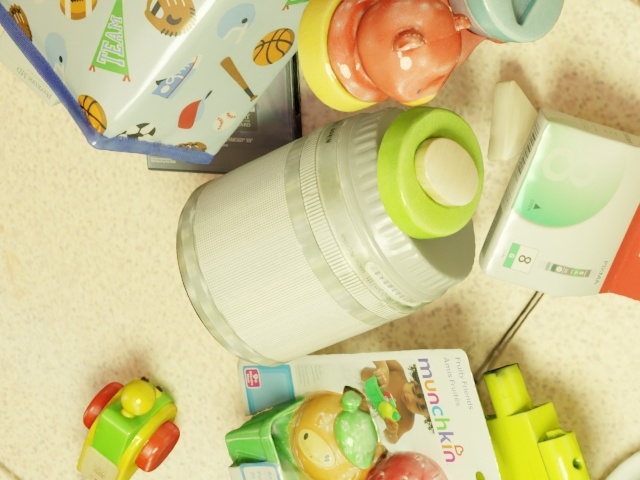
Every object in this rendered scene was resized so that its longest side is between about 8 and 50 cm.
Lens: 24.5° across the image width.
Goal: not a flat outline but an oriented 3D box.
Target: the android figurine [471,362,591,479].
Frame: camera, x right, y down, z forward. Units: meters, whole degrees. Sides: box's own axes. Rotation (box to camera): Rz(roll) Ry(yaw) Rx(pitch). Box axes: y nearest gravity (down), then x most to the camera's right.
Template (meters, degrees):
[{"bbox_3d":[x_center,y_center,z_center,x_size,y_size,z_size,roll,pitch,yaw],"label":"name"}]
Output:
[{"bbox_3d":[0.212,0.276,1.620,0.248,0.056,0.272,-21,84,56],"label":"android figurine"}]

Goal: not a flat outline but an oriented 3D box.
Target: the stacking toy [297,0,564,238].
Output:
[{"bbox_3d":[0.153,-0.161,1.418,0.130,0.309,0.279,1,122,47],"label":"stacking toy"}]

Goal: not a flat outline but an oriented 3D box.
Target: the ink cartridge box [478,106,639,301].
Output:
[{"bbox_3d":[0.297,-0.020,1.503,0.225,0.056,0.181,17,115,-6],"label":"ink cartridge box"}]

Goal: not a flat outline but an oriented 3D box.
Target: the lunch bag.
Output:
[{"bbox_3d":[-0.192,-0.327,1.547,0.328,0.239,0.385,-48,62,21],"label":"lunch bag"}]

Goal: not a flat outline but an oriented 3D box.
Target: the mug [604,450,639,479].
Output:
[{"bbox_3d":[0.413,0.385,1.529,0.328,0.276,0.374,-50,53,34],"label":"mug"}]

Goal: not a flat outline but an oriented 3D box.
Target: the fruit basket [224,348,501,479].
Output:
[{"bbox_3d":[0.057,0.283,1.647,0.353,0.165,0.327,-4,104,48],"label":"fruit basket"}]

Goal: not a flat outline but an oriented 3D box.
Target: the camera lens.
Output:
[{"bbox_3d":[0.000,0.000,1.588,0.274,0.219,0.219,-23,96,27],"label":"camera lens"}]

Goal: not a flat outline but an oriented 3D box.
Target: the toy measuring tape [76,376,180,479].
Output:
[{"bbox_3d":[-0.249,0.267,1.865,0.121,0.121,0.330,35,139,10],"label":"toy measuring tape"}]

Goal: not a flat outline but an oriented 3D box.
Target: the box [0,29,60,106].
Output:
[{"bbox_3d":[-0.304,-0.227,1.715,0.101,0.102,0.087,41,119,6],"label":"box"}]

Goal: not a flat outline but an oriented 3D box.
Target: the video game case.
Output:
[{"bbox_3d":[-0.118,-0.210,1.685,0.196,0.026,0.274,4,108,22],"label":"video game case"}]
